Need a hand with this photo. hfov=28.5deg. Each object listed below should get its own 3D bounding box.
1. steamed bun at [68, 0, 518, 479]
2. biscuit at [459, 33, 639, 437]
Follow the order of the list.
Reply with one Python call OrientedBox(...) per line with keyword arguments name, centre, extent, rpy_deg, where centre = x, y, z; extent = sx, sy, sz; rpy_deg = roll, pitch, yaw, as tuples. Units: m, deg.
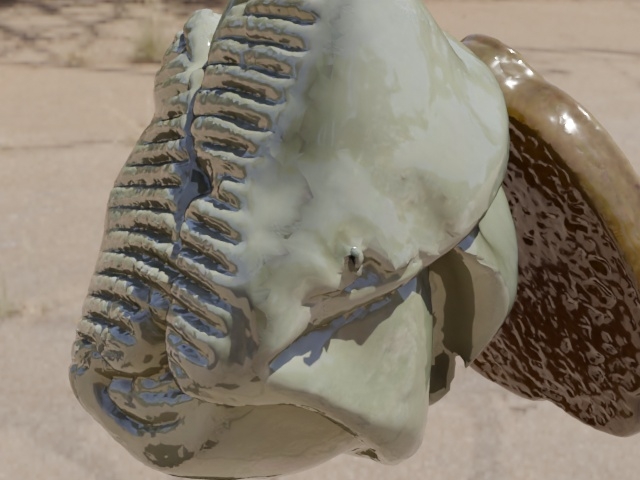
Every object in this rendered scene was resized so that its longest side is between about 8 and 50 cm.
OrientedBox(name="steamed bun", centre=(0.000, 0.000, 0.880), extent=(0.255, 0.368, 0.342), rpy_deg=(22, -6, -26))
OrientedBox(name="biscuit", centre=(0.144, -0.003, 1.042), extent=(0.074, 0.359, 0.381), rpy_deg=(-30, 8, -20))
